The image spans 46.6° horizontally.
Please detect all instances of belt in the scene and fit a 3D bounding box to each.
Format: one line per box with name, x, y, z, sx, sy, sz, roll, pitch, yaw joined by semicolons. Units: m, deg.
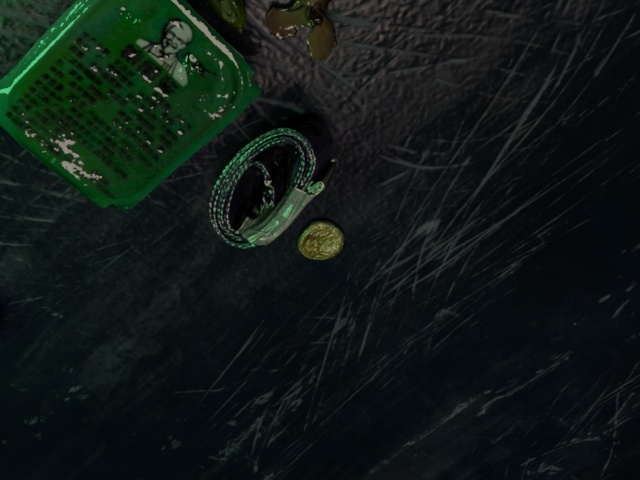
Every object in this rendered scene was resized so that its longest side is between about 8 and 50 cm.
belt;-0.073;-0.093;1.179;0.140;0.126;0.230;41;116;-1

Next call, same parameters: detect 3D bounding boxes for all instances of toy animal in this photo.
toy animal;-0.046;-0.366;1.021;0.214;0.093;0.186;27;115;-12

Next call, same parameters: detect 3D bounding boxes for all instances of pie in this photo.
pie;0.001;0.001;1.307;0.084;0.021;0.084;-3;122;-6

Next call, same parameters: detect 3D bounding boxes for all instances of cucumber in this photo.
cucumber;-0.165;-0.379;1.010;0.069;0.069;0.227;-27;124;14

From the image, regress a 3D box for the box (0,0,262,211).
box;-0.283;-0.226;1.083;0.337;0.106;0.264;-37;119;19
